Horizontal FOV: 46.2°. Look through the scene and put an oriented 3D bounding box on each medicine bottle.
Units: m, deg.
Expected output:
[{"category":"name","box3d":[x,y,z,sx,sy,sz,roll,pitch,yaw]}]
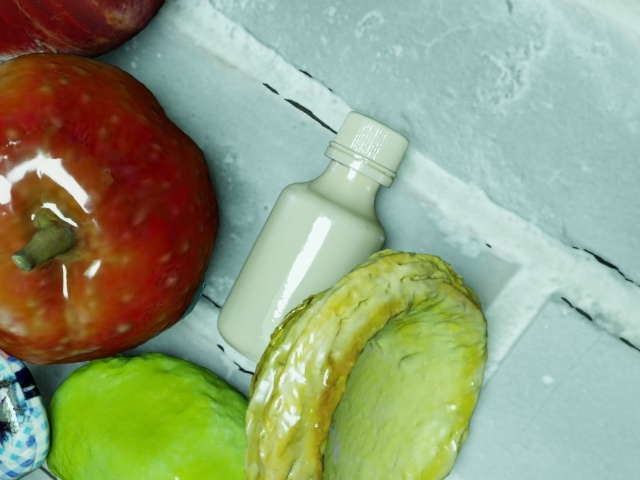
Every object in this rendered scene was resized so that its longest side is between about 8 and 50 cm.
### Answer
[{"category":"medicine bottle","box3d":[0.000,0.000,0.726,0.114,0.114,0.252,28,96,11]}]

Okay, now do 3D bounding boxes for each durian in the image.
[{"category":"durian","box3d":[-0.138,0.251,0.716,0.256,0.204,0.339,-23,85,23]}]

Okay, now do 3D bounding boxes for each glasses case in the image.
[{"category":"glasses case","box3d":[-0.372,0.207,0.772,0.327,0.076,0.125,-32,76,39]}]

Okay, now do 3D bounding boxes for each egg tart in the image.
[{"category":"egg tart","box3d":[0.032,0.134,0.655,0.123,0.294,0.293,21,95,39]}]

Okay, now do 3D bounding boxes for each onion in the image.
[{"category":"onion","box3d":[-0.259,-0.299,0.721,0.276,0.276,0.276,0,90,12]}]

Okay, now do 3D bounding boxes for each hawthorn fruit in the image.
[{"category":"hawthorn fruit","box3d":[-0.223,-0.018,0.657,0.287,0.330,0.287,-2,101,-10]}]

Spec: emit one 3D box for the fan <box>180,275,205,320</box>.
[{"category":"fan","box3d":[-0.199,0.014,0.824,0.113,0.005,0.175,-38,83,10]}]
